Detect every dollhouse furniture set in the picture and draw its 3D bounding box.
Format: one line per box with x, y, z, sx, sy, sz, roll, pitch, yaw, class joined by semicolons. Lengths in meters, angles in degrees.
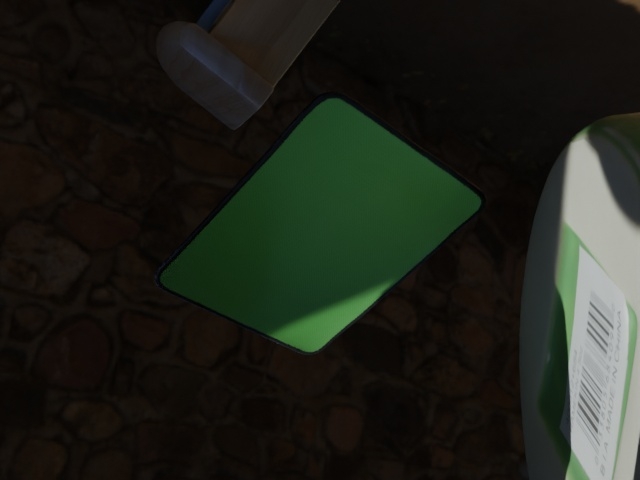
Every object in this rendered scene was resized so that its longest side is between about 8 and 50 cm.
-0.104;-0.232;0.423;0.303;0.198;0.286;38;176;-11;dollhouse furniture set

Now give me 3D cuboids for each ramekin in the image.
0.209;0.070;0.428;0.148;0.303;0.303;1;162;0;ramekin

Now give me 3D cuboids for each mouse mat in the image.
0.000;0.000;0.538;0.152;0.007;0.189;30;118;-32;mouse mat
